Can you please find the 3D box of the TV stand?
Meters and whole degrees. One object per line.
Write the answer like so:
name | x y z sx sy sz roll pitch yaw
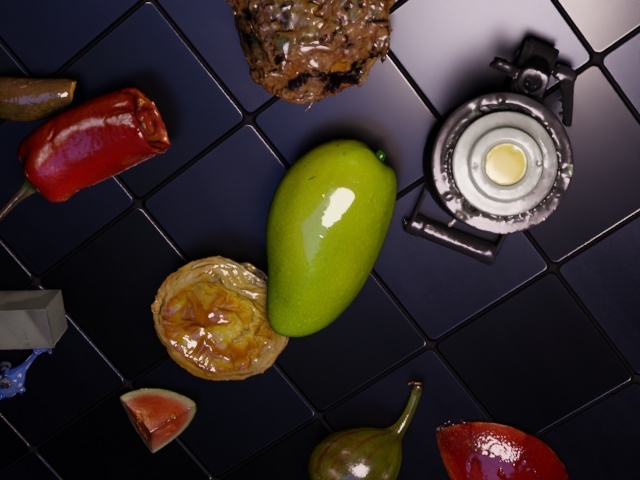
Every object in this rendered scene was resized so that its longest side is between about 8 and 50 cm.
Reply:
TV stand | -0.593 0.142 2.032 0.269 0.088 0.083 -2 111 10

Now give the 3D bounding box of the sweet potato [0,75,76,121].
sweet potato | -0.518 -0.230 1.879 0.243 0.077 0.077 -2 111 8

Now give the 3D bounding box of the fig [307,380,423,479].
fig | 0.100 0.360 2.020 0.259 0.151 0.151 -45 101 -7

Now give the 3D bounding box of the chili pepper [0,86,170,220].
chili pepper | -0.421 -0.134 1.867 0.338 0.134 0.131 -25 91 13

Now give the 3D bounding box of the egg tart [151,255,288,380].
egg tart | -0.165 0.127 1.953 0.240 0.106 0.241 3 115 7

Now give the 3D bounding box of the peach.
peach | 0.319 0.418 2.020 0.279 0.068 0.189 32 111 -5

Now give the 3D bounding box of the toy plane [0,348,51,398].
toy plane | -0.547 0.241 2.089 0.062 0.054 0.167 30 116 -31

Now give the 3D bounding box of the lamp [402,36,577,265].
lamp | 0.254 -0.104 1.708 0.205 0.272 0.374 22 113 1

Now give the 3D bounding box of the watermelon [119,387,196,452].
watermelon | -0.287 0.317 2.054 0.135 0.094 0.125 -23 99 12

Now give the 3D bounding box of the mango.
mango | 0.000 0.000 1.835 0.192 0.156 0.343 19 101 -7

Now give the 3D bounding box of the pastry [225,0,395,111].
pastry | -0.014 -0.328 1.701 0.274 0.193 0.275 3 110 8
